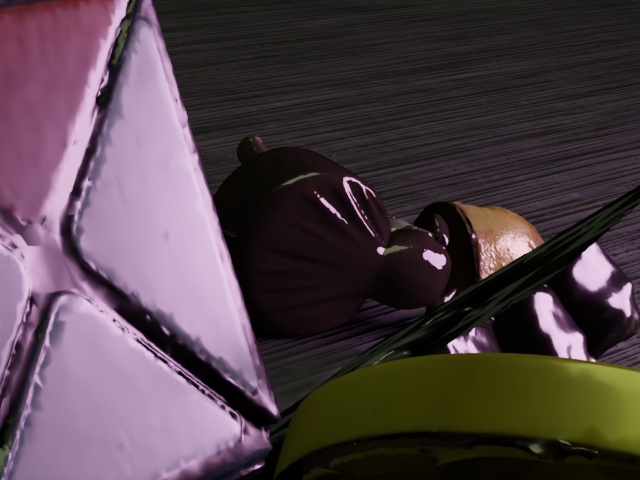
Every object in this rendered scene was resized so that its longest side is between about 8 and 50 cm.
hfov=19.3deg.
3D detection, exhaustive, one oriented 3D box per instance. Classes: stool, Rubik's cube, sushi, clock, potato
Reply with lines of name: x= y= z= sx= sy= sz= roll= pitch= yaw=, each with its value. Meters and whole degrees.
stool: x=0.000 y=0.000 z=1.343 sx=0.217 sy=0.125 sz=0.121 roll=10 pitch=14 yaw=-29
Rubik's cube: x=-0.203 y=0.028 z=0.841 sx=0.246 sy=0.248 sz=0.250 roll=-12 pitch=4 yaw=36
sushi: x=0.096 y=0.088 z=1.087 sx=0.296 sy=0.100 sz=0.373 roll=-33 pitch=-1 yaw=28
clock: x=0.116 y=0.117 z=0.771 sx=0.277 sy=0.071 sz=0.293 roll=30 pitch=-29 yaw=-24
potato: x=0.139 y=0.004 z=1.480 sx=0.103 sy=0.066 sz=0.096 roll=-2 pitch=25 yaw=-36
